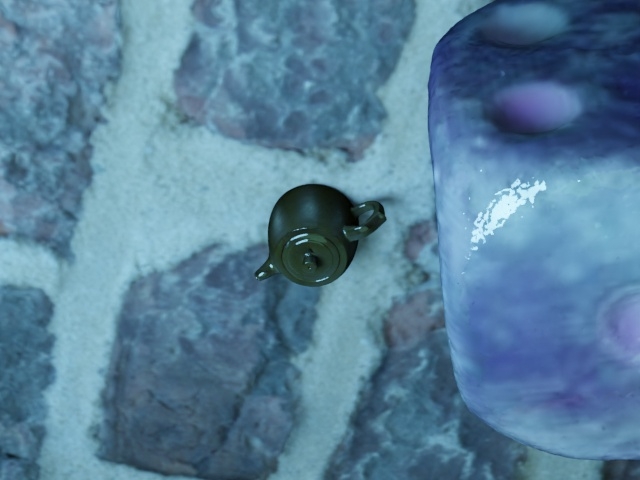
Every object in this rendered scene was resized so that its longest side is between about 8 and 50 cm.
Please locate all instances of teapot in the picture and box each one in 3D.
[{"bbox_3d":[0.000,0.000,1.411,0.121,0.068,0.076,-22,121,18],"label":"teapot"}]

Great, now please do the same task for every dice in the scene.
[{"bbox_3d":[0.221,-0.021,1.259,0.270,0.271,0.270,-5,125,7],"label":"dice"}]
